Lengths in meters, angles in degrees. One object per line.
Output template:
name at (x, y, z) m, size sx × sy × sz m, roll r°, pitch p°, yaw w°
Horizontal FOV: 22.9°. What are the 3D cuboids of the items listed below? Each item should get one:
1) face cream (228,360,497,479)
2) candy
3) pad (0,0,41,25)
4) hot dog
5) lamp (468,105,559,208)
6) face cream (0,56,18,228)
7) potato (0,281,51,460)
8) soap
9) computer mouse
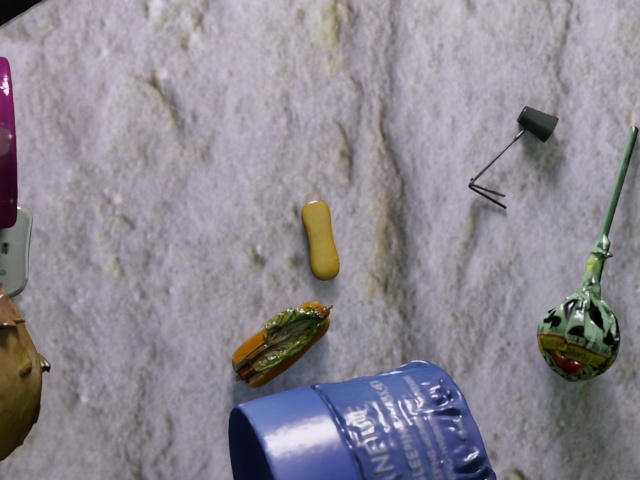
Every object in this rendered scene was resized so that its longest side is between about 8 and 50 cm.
face cream at (0.045, 0.260, 1.617) m, size 0.225 × 0.249 × 0.249 m, roll -14°, pitch 92°, yaw -16°
candy at (0.322, 0.012, 1.784) m, size 0.091 × 0.083 × 0.305 m, roll 22°, pitch 76°, yaw -10°
pad at (-0.355, -0.335, 1.604) m, size 0.163 × 0.004 × 0.243 m, roll -34°, pitch 123°, yaw -12°
hot dog at (-0.040, 0.109, 1.704) m, size 0.133 × 0.041 × 0.056 m, roll -37°, pitch 97°, yaw -11°
lamp at (0.216, -0.100, 1.775) m, size 0.054 × 0.041 × 0.121 m, roll 30°, pitch 79°, yaw -3°
face cream at (-0.401, -0.094, 1.557) m, size 0.194 × 0.175 × 0.175 m, roll -3°, pitch 89°, yaw -12°
potato at (-0.414, 0.133, 1.554) m, size 0.299 × 0.196 × 0.247 m, roll 11°, pitch 101°, yaw 15°
soap at (0.000, 0.000, 1.731) m, size 0.034 × 0.012 × 0.089 m, roll -10°, pitch 91°, yaw -13°
computer mouse at (-0.329, 0.008, 1.645) m, size 0.055 × 0.032 × 0.110 m, roll 8°, pitch 77°, yaw -14°
